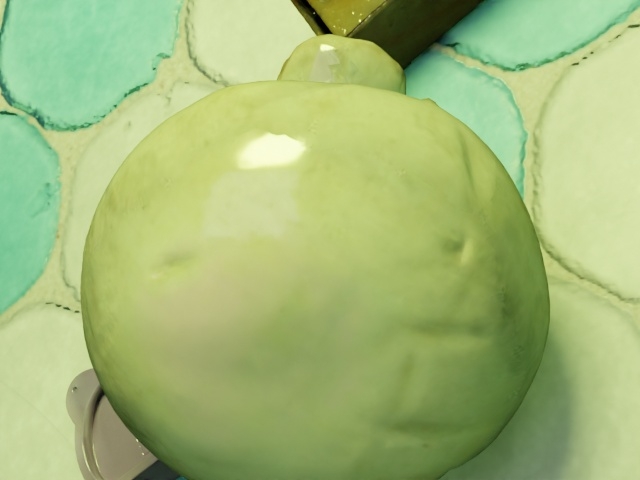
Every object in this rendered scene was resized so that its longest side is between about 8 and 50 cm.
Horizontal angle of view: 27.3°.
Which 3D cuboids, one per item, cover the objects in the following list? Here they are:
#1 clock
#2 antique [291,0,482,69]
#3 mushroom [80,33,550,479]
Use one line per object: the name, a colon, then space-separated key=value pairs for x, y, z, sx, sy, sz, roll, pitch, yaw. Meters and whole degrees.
clock: x=-0.129 y=0.131 z=1.057 sx=0.152 sy=0.050 sz=0.110 roll=-37 pitch=60 yaw=12
antique: x=0.121 y=-0.259 z=1.043 sx=0.310 sy=0.087 sz=0.093 roll=-40 pitch=58 yaw=11
mushroom: x=0.009 y=0.010 z=0.889 sx=0.315 sy=0.315 sz=0.356 roll=14 pitch=79 yaw=31
